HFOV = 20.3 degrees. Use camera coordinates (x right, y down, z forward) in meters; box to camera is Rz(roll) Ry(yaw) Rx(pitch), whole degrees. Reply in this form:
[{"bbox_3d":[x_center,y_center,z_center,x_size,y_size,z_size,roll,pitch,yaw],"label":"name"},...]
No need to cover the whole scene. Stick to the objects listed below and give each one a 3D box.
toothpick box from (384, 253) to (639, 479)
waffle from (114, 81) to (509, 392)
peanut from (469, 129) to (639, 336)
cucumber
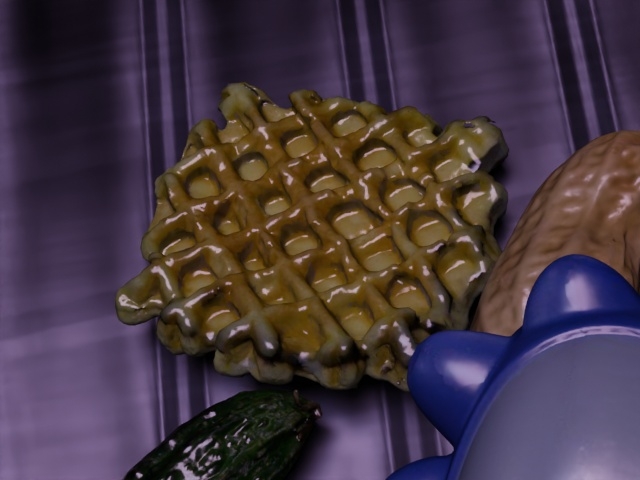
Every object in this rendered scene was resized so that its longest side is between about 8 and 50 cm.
[{"bbox_3d":[0.198,0.146,0.797,0.354,0.263,0.263,12,65,6],"label":"toothpick box"},{"bbox_3d":[0.000,0.002,1.063,0.223,0.054,0.204,10,54,17],"label":"waffle"},{"bbox_3d":[0.144,0.014,1.001,0.083,0.093,0.194,25,71,11],"label":"peanut"},{"bbox_3d":[-0.103,0.174,0.983,0.077,0.077,0.265,33,74,26],"label":"cucumber"}]
